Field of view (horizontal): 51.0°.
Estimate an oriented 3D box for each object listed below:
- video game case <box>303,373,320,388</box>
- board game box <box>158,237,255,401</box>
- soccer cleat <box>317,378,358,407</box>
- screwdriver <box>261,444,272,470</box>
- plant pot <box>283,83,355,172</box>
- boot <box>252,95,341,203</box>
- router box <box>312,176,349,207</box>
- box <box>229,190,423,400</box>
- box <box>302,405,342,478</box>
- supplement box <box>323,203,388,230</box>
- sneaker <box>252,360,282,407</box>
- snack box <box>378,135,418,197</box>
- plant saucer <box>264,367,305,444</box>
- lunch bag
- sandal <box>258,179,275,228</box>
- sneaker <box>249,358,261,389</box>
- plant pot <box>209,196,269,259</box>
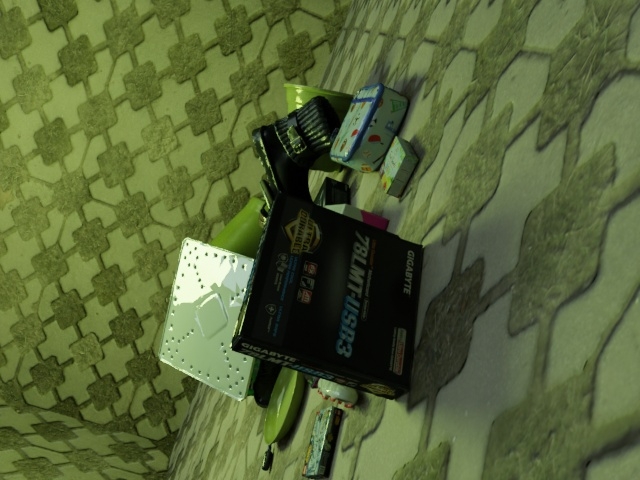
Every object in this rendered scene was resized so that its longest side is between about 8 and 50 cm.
[{"bbox_3d":[-0.004,0.184,1.543,0.210,0.042,0.232,55,128,46],"label":"video game case"},{"bbox_3d":[-0.302,0.220,1.970,0.390,0.050,0.390,15,94,38],"label":"board game box"},{"bbox_3d":[0.034,0.284,1.347,0.196,0.068,0.076,159,134,-78],"label":"soccer cleat"},{"bbox_3d":[-0.132,0.534,1.787,0.025,0.024,0.170,-28,32,28],"label":"screwdriver"},{"bbox_3d":[-0.004,-0.357,2.181,0.276,0.276,0.253,-126,46,-76],"label":"plant pot"},{"bbox_3d":[-0.033,-0.236,2.034,0.260,0.348,0.131,-19,13,21],"label":"boot"},{"bbox_3d":[0.000,0.000,1.921,0.309,0.081,0.243,-86,20,-53],"label":"router box"},{"bbox_3d":[0.024,0.091,1.154,0.073,0.293,0.295,125,162,-54],"label":"box"},{"bbox_3d":[0.004,0.411,1.361,0.094,0.027,0.137,136,152,-61],"label":"box"},{"bbox_3d":[0.064,-0.018,1.591,0.220,0.111,0.114,-178,107,-78],"label":"supplement box"},{"bbox_3d":[-0.147,0.356,1.912,0.130,0.087,0.227,82,-163,-47],"label":"sneaker"},{"bbox_3d":[0.175,-0.168,1.521,0.141,0.037,0.100,-97,31,-65],"label":"snack box"},{"bbox_3d":[-0.088,0.414,1.745,0.241,0.037,0.241,-161,90,-78],"label":"plant saucer"},{"bbox_3d":[0.124,-0.309,1.808,0.303,0.115,0.243,-130,63,-75],"label":"lunch bag"},{"bbox_3d":[-0.146,-0.049,2.060,0.120,0.086,0.302,26,-133,-68],"label":"sandal"},{"bbox_3d":[-0.207,0.394,2.213,0.098,0.083,0.223,-140,70,-83],"label":"sneaker"},{"bbox_3d":[-0.212,0.057,2.237,0.353,0.366,0.366,-61,11,-4],"label":"plant pot"}]
